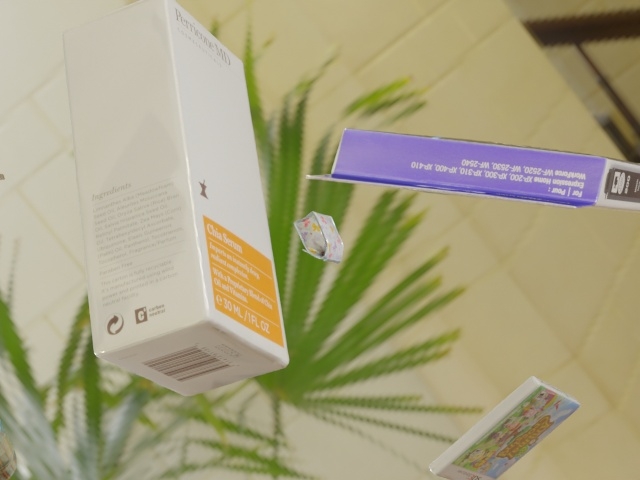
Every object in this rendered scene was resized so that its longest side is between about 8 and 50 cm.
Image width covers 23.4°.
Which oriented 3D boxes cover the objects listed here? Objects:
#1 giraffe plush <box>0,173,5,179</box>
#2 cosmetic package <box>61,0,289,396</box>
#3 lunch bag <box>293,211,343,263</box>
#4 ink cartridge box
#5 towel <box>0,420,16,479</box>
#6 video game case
[{"bbox_3d":[-0.591,-0.019,2.357,0.210,0.170,0.181,-9,-32,13],"label":"giraffe plush"},{"bbox_3d":[-0.185,-0.055,1.968,0.161,0.453,0.230,-18,-24,19],"label":"cosmetic package"},{"bbox_3d":[0.000,0.000,2.579,0.053,0.083,0.071,-32,-17,20],"label":"lunch bag"},{"bbox_3d":[0.124,-0.051,1.154,0.206,0.045,0.208,8,4,24],"label":"ink cartridge box"},{"bbox_3d":[-0.390,0.299,1.522,0.271,0.040,0.370,-55,-2,-15],"label":"towel"},{"bbox_3d":[0.286,0.300,2.372,0.212,0.023,0.193,-43,-30,11],"label":"video game case"}]
